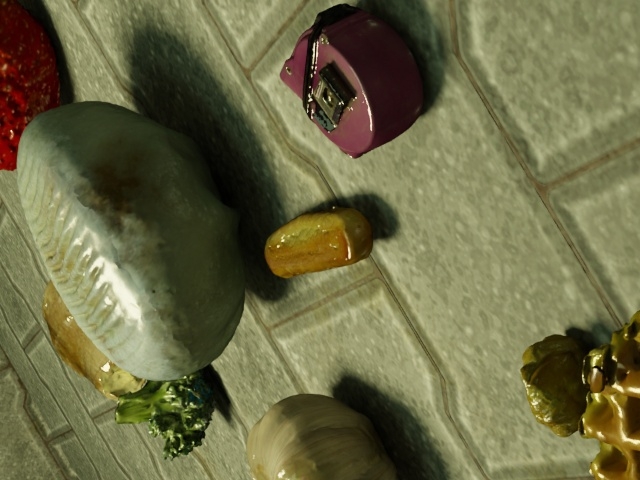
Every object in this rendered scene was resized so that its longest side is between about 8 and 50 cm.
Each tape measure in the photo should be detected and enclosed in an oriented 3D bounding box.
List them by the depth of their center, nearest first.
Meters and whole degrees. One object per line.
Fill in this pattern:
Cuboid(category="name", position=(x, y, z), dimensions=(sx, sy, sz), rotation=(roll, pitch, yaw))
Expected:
Cuboid(category="tape measure", position=(0.026, -0.130, 0.927), dimensions=(0.118, 0.074, 0.125), rotation=(53, 156, 12))

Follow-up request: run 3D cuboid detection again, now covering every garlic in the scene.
Cuboid(category="garlic", position=(0.012, 0.285, 1.304), dimensions=(0.228, 0.152, 0.228), rotation=(51, 161, 25))

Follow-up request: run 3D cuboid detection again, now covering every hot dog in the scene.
Cuboid(category="hot dog", position=(0.000, 0.000, 1.145), dimensions=(0.216, 0.047, 0.066), rotation=(-19, 86, 65))

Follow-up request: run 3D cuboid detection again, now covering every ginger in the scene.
Cuboid(category="ginger", position=(-0.380, 0.147, 1.910), dimensions=(0.275, 0.130, 0.221), rotation=(59, 144, 5))

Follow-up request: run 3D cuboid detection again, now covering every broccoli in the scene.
Cuboid(category="broccoli", position=(-0.245, 0.252, 1.731), dimensions=(0.154, 0.160, 0.167), rotation=(-132, 41, -62))

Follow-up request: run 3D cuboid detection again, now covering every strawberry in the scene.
Cuboid(category="strawberry", position=(-0.500, -0.236, 1.609), dimensions=(0.257, 0.257, 0.277), rotation=(40, 118, 35))

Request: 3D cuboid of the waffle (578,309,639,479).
Cuboid(category="waffle", position=(0.299, 0.175, 0.762), dimensions=(0.302, 0.068, 0.325), rotation=(48, 151, 23))

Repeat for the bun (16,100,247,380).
Cuboid(category="bun", position=(-0.224, -0.010, 1.352), dimensions=(0.362, 0.211, 0.362), rotation=(45, 154, 29))

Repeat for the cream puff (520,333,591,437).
Cuboid(category="cream puff", position=(0.196, 0.117, 0.893), dimensions=(0.083, 0.058, 0.083), rotation=(18, -117, -71))
